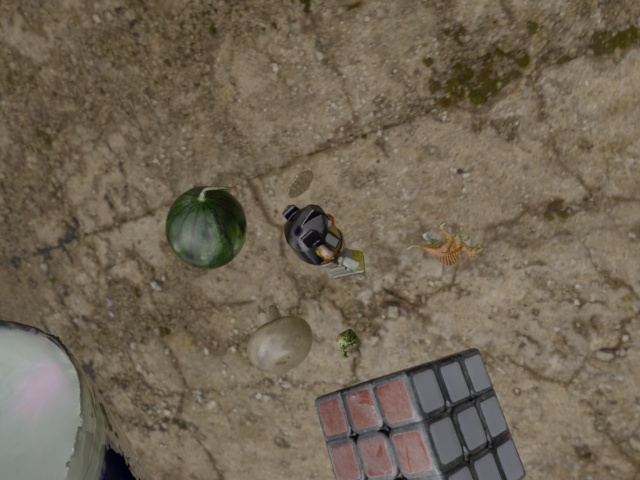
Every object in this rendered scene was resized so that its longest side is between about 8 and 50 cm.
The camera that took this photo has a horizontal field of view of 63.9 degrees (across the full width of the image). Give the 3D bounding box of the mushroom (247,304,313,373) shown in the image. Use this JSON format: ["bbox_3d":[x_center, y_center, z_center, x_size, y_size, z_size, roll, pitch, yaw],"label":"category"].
[{"bbox_3d":[-0.129,0.284,1.518,0.204,0.204,0.204,15,123,24],"label":"mushroom"}]

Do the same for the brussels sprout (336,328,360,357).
[{"bbox_3d":[0.074,0.276,1.398,0.058,0.085,0.085,36,131,-13],"label":"brussels sprout"}]

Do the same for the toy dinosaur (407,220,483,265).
[{"bbox_3d":[0.372,0.025,1.548,0.142,0.212,0.057,59,173,-3],"label":"toy dinosaur"}]

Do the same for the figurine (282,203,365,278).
[{"bbox_3d":[0.001,0.003,1.407,0.308,0.308,0.143,21,81,20],"label":"figurine"}]

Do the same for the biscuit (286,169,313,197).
[{"bbox_3d":[-0.068,-0.190,1.740,0.015,0.120,0.120,45,131,21],"label":"biscuit"}]

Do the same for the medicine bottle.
[{"bbox_3d":[-0.217,0.235,0.388,0.189,0.190,0.332,19,137,22],"label":"medicine bottle"}]

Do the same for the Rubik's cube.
[{"bbox_3d":[0.219,0.439,1.149,0.305,0.300,0.304,-30,69,43],"label":"Rubik's cube"}]

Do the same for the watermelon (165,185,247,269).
[{"bbox_3d":[-0.263,-0.037,1.179,0.187,0.188,0.215,23,144,19],"label":"watermelon"}]
